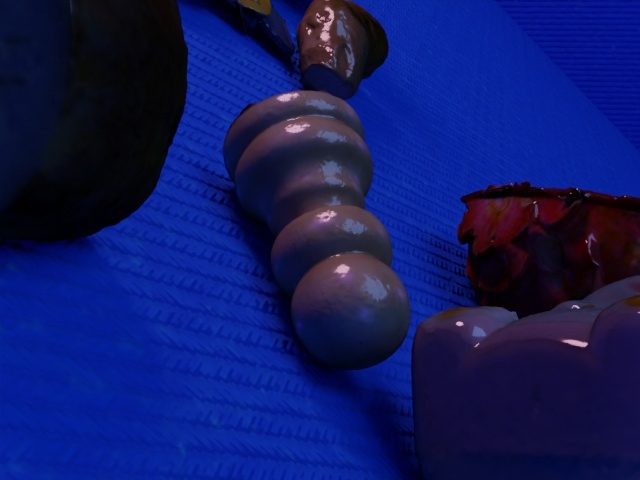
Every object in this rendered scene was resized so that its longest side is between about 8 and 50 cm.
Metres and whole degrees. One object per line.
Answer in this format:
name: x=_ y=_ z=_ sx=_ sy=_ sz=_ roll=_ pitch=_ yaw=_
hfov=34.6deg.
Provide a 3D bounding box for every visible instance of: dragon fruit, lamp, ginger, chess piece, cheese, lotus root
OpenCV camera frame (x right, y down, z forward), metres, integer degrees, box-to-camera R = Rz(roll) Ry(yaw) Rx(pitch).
dragon fruit: x=0.209 y=0.032 z=0.844 sx=0.262 sy=0.163 sz=0.189 roll=140 pitch=-65 yaw=-78
lamp: x=0.207 y=0.136 z=0.628 sx=0.301 sy=0.247 sz=0.247 roll=5 pitch=77 yaw=-51
ginger: x=0.019 y=-0.184 z=0.975 sx=0.095 sy=0.069 sz=0.190 roll=55 pitch=20 yaw=-2
chess piece: x=0.000 y=0.000 z=0.615 sx=0.094 sy=0.094 sz=0.170 roll=26 pitch=37 yaw=-43
cheese: x=-0.101 y=-0.252 z=0.883 sx=0.250 sy=0.064 sz=0.156 roll=43 pitch=20 yaw=-37
lotus root: x=-0.162 y=-0.110 z=0.449 sx=0.235 sy=0.138 sz=0.119 roll=42 pitch=11 yaw=3
